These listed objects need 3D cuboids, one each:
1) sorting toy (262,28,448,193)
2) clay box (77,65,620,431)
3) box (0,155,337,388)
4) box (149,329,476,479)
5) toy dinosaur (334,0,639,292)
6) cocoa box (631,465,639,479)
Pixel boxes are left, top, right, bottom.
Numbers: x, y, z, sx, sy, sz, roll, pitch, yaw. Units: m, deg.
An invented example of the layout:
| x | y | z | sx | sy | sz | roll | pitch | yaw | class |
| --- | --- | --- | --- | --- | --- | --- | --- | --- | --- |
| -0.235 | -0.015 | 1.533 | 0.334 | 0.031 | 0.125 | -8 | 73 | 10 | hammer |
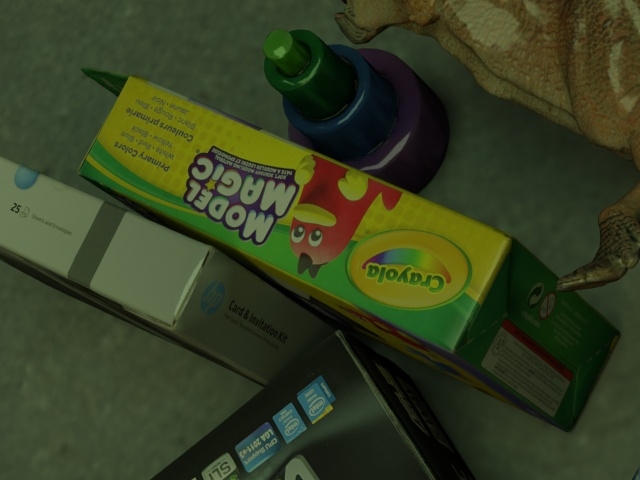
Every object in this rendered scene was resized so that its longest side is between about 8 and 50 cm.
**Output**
| x | y | z | sx | sy | sz | roll | pitch | yaw | class |
| --- | --- | --- | --- | --- | --- | --- | --- | --- | --- |
| 0.072 | -0.197 | 0.724 | 0.127 | 0.126 | 0.365 | 25 | 84 | 33 | sorting toy |
| 0.000 | 0.000 | 0.685 | 0.222 | 0.127 | 0.053 | 23 | 83 | 34 | clay box |
| -0.087 | 0.012 | 0.717 | 0.186 | 0.145 | 0.038 | 21 | 81 | 33 | box |
| -0.038 | 0.225 | 0.649 | 0.307 | 0.076 | 0.242 | -38 | 58 | 10 | box |
| 0.148 | -0.097 | 0.596 | 0.296 | 0.127 | 0.200 | -14 | 84 | 4 | toy dinosaur |
| 0.189 | 0.236 | 0.394 | 0.231 | 0.228 | 0.347 | -4 | 67 | 1 | cocoa box |
